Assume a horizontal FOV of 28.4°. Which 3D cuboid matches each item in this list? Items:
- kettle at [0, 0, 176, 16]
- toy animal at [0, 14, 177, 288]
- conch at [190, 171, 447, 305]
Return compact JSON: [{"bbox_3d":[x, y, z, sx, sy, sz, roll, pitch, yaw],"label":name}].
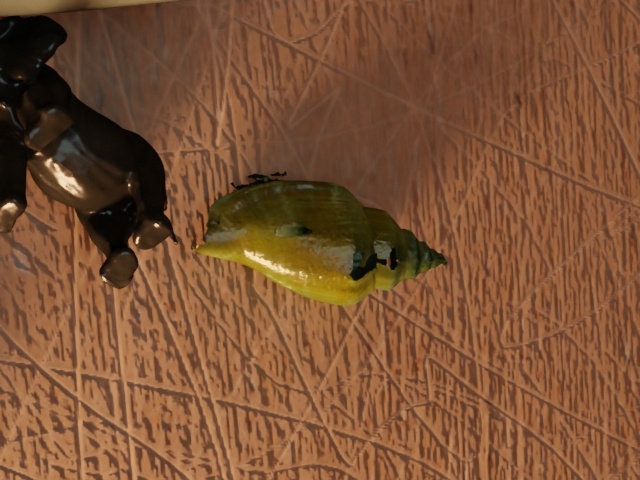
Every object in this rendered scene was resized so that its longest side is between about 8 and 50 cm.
[{"bbox_3d":[-0.188,-0.233,0.827,0.236,0.221,0.161,-11,95,-26],"label":"kettle"},{"bbox_3d":[-0.198,-0.067,0.876,0.114,0.146,0.245,-31,128,8],"label":"toy animal"},{"bbox_3d":[0.003,0.001,1.019,0.200,0.079,0.095,23,64,-17],"label":"conch"}]
